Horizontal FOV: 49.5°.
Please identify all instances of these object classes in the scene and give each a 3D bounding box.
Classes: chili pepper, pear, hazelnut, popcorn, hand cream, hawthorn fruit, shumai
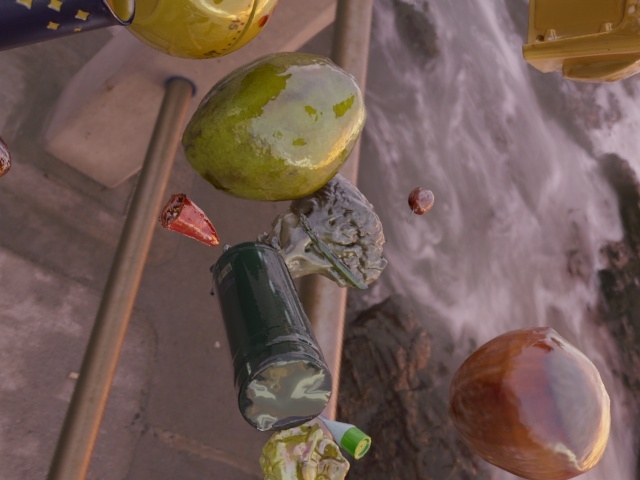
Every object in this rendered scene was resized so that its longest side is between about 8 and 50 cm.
[{"bbox_3d":[-0.288,-0.032,1.607,0.088,0.065,0.169,-57,136,-8],"label":"chili pepper"},{"bbox_3d":[-0.096,-0.250,1.556,0.352,0.413,0.352,-21,90,-86],"label":"pear"},{"bbox_3d":[0.269,0.218,0.914,0.214,0.214,0.176,59,24,-8],"label":"hazelnut"},{"bbox_3d":[-0.030,0.382,1.180,0.145,0.126,0.126,40,31,10],"label":"popcorn"},{"bbox_3d":[-0.016,0.345,1.412,0.050,0.275,0.079,-38,137,-29],"label":"hand cream"},{"bbox_3d":[0.237,-0.087,1.719,0.103,0.067,0.067,-44,106,-27],"label":"hawthorn fruit"},{"bbox_3d":[-0.002,0.001,1.816,0.283,0.217,0.346,-26,114,-29],"label":"shumai"}]

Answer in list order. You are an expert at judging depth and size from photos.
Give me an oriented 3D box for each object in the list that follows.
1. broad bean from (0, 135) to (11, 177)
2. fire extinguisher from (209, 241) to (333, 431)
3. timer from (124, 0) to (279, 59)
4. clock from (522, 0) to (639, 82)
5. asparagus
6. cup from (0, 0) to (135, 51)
[{"bbox_3d":[-0.691,-0.193,1.407,0.165,0.084,0.114,52,35,7],"label":"broad bean"},{"bbox_3d":[-0.073,0.082,0.788,0.095,0.114,0.311,40,13,-29],"label":"fire extinguisher"},{"bbox_3d":[-0.209,-0.516,1.289,0.387,0.376,0.376,-30,94,-46],"label":"timer"},{"bbox_3d":[0.436,-0.332,0.888,0.200,0.317,0.244,-12,105,-53],"label":"clock"},{"bbox_3d":[0.022,0.029,1.553,0.236,0.027,0.034,49,37,-10],"label":"asparagus"},{"bbox_3d":[-0.426,-0.405,0.975,0.178,0.256,0.255,-77,156,-76],"label":"cup"}]
